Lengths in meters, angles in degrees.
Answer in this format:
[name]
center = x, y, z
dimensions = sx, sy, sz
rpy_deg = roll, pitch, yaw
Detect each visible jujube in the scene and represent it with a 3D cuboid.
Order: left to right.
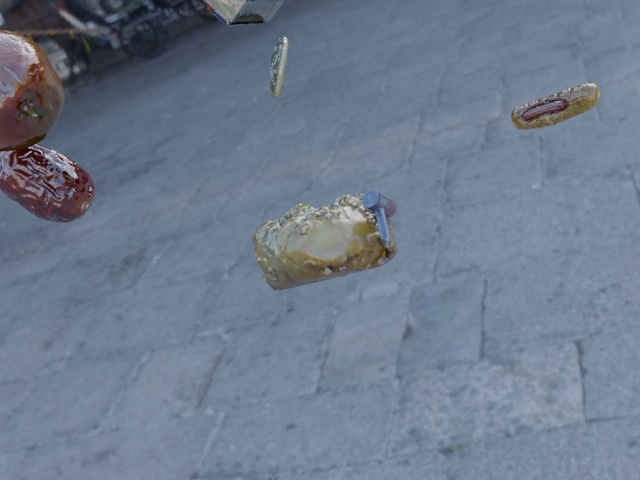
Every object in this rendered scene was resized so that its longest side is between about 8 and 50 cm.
[jujube]
center = -0.690, -0.147, 2.079
dimensions = 0.174, 0.250, 0.174
rpy_deg = -52, 7, 9

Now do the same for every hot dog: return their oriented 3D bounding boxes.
[hot dog]
center = 0.491, -0.278, 1.754
dimensions = 0.047, 0.066, 0.215
rpy_deg = -8, -2, -39

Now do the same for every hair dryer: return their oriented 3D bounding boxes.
[hair dryer]
center = 0.113, -0.033, 1.474
dimensions = 0.037, 0.063, 0.114
rpy_deg = -29, 55, 31

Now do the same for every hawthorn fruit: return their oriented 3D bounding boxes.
[hawthorn fruit]
center = -0.704, -0.327, 1.882
dimensions = 0.277, 0.277, 0.298
rpy_deg = -36, 44, -28

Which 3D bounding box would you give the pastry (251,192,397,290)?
[pastry]
center = 0.000, 0.000, 1.615
dimensions = 0.255, 0.162, 0.311
rpy_deg = -9, -4, -32

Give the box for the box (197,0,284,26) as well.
[box]
center = -0.211, -0.574, 1.860
dimensions = 0.084, 0.198, 0.310
rpy_deg = -51, 1, 20

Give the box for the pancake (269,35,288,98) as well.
[pancake]
center = -0.105, -0.438, 2.098
dimensions = 0.028, 0.158, 0.158
rpy_deg = 6, 19, -15
